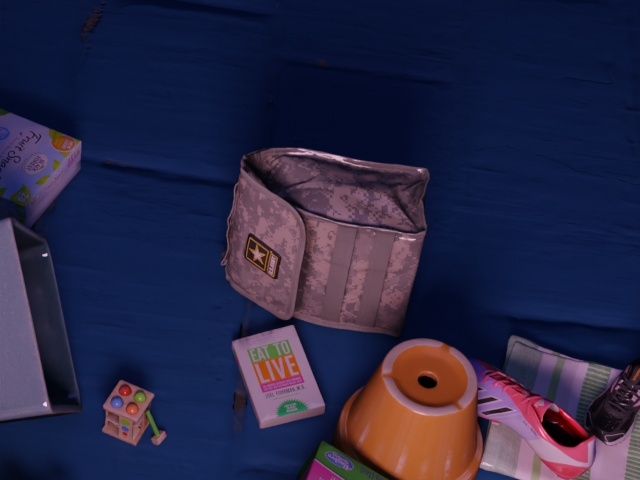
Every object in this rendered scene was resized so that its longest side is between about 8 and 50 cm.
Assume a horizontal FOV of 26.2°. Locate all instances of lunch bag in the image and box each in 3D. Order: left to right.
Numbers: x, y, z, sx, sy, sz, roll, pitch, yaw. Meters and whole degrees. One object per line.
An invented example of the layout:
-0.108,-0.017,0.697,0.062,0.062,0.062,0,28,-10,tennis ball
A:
0.000,0.000,2.015,0.287,0.235,0.169,9,44,-2,lunch bag

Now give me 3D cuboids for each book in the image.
-0.062,0.195,1.964,0.096,0.035,0.144,-12,52,-16,book

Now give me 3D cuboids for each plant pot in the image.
-0.469,0.129,1.765,0.252,0.247,0.248,-13,84,-3,plant pot
0.129,0.237,1.848,0.205,0.188,0.205,5,46,-6,plant pot

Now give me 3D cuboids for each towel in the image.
0.408,0.270,1.975,0.325,0.038,0.248,16,47,5,towel

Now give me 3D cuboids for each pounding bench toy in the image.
-0.246,0.237,1.863,0.083,0.065,0.052,22,47,9,pounding bench toy

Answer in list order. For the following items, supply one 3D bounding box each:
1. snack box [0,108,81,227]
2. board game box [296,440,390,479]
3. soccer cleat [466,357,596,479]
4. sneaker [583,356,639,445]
-0.505,-0.121,2.151,0.207,0.070,0.174,22,47,9,snack box
0.052,0.413,1.658,0.242,0.064,0.316,31,31,-3,board game box
0.279,0.230,1.907,0.083,0.095,0.248,-33,60,-31,soccer cleat
0.437,0.212,1.957,0.072,0.077,0.178,30,51,20,sneaker
